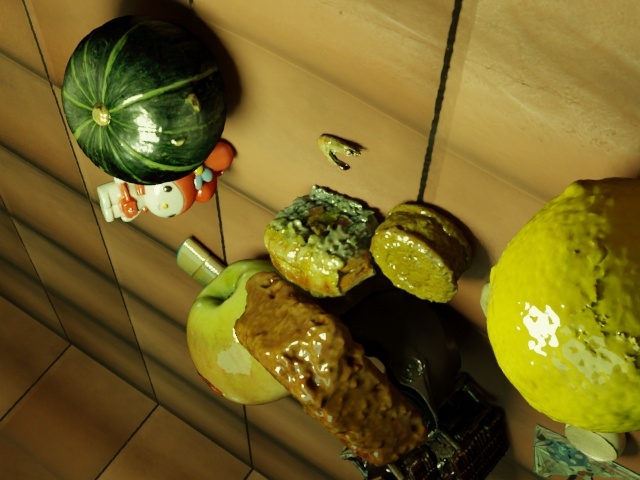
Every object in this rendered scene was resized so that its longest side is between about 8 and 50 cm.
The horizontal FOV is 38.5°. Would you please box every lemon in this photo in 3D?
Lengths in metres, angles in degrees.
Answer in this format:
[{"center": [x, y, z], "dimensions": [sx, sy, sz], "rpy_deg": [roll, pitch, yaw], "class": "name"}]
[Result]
[{"center": [0.400, 0.093, 1.262], "dimensions": [0.350, 0.350, 0.387], "rpy_deg": [37, 153, 4], "class": "lemon"}]

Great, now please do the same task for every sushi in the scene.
[{"center": [0.000, 0.000, 1.801], "dimensions": [0.274, 0.184, 0.139], "rpy_deg": [27, 148, 36], "class": "sushi"}]

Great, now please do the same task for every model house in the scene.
[{"center": [0.272, 0.501, 2.124], "dimensions": [0.282, 0.317, 0.297], "rpy_deg": [49, 164, -11], "class": "model house"}]

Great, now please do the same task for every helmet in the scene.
[{"center": [0.188, 0.219, 1.881], "dimensions": [0.305, 0.177, 0.225], "rpy_deg": [43, 169, 8], "class": "helmet"}]

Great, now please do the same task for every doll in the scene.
[{"center": [-0.314, -0.121, 1.897], "dimensions": [0.130, 0.290, 0.161], "rpy_deg": [55, 157, 38], "class": "doll"}]

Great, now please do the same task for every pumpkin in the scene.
[{"center": [-0.328, -0.259, 1.704], "dimensions": [0.323, 0.241, 0.323], "rpy_deg": [20, 128, 27], "class": "pumpkin"}]

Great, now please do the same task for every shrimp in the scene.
[{"center": [0.041, -0.156, 1.680], "dimensions": [0.114, 0.023, 0.083], "rpy_deg": [21, 151, 42], "class": "shrimp"}]

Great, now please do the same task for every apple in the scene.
[{"center": [-0.154, 0.208, 2.132], "dimensions": [0.339, 0.338, 0.305], "rpy_deg": [13, 145, 41], "class": "apple"}]

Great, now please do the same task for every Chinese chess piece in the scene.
[{"center": [0.556, 0.393, 1.850], "dimensions": [0.122, 0.051, 0.122], "rpy_deg": [31, 154, 17], "class": "Chinese chess piece"}]

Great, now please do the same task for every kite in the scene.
[{"center": [0.582, 0.516, 2.047], "dimensions": [0.314, 0.011, 0.335], "rpy_deg": [47, 153, -14], "class": "kite"}]

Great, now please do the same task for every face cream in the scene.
[{"center": [-0.263, 0.111, 2.411], "dimensions": [0.285, 0.067, 0.139], "rpy_deg": [41, 152, -5], "class": "face cream"}]

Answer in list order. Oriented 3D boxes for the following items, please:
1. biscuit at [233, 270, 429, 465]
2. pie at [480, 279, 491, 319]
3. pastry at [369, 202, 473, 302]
[{"center": [0.007, 0.266, 1.846], "dimensions": [0.395, 0.166, 0.343], "rpy_deg": [51, 172, -33], "class": "biscuit"}, {"center": [0.386, 0.157, 1.700], "dimensions": [0.218, 0.052, 0.185], "rpy_deg": [38, 158, 7], "class": "pie"}, {"center": [0.187, 0.021, 1.679], "dimensions": [0.189, 0.103, 0.188], "rpy_deg": [29, 152, 17], "class": "pastry"}]
